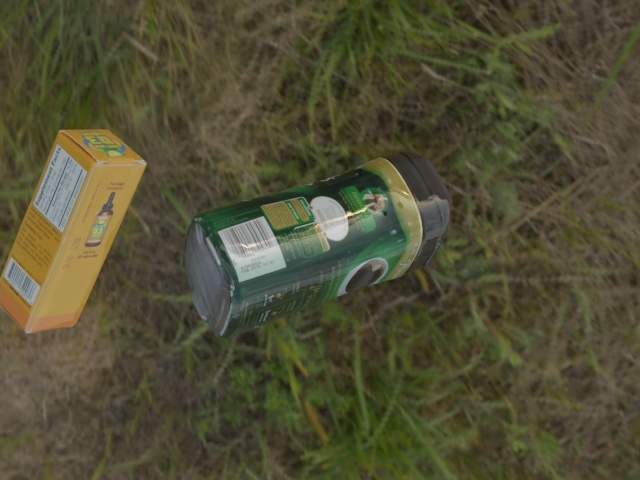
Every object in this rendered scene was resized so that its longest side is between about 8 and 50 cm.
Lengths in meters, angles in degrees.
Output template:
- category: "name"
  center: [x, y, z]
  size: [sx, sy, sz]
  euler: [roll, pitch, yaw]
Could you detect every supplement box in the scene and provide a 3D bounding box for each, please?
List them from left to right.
- category: "supplement box"
  center: [-0.284, -0.011, 1.454]
  size: [0.078, 0.080, 0.233]
  euler: [-5, 130, -53]

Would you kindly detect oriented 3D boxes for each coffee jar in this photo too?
- category: "coffee jar"
  center: [0.000, 0.000, 0.912]
  size: [0.184, 0.079, 0.096]
  euler: [-18, 157, -23]
